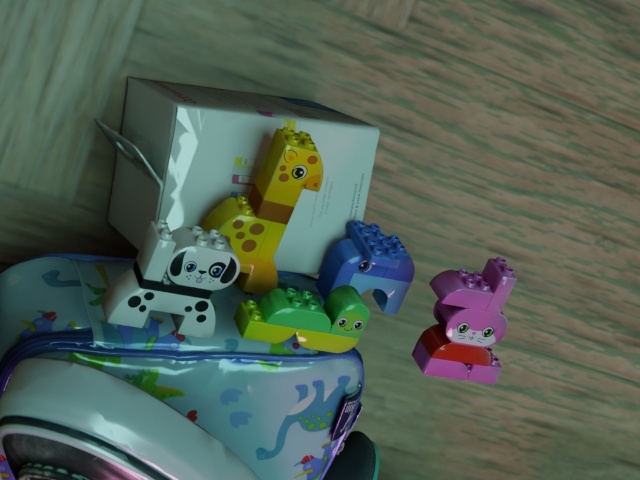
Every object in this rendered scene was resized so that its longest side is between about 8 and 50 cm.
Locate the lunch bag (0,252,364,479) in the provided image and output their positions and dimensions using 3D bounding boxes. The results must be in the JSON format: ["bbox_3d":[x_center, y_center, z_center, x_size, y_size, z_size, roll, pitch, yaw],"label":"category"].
[{"bbox_3d":[-0.093,0.100,0.879,0.219,0.090,0.176,5,128,-26],"label":"lunch bag"}]

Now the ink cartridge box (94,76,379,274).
[{"bbox_3d":[-0.055,-0.038,0.884,0.143,0.092,0.090,5,102,-25],"label":"ink cartridge box"}]

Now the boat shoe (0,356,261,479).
[{"bbox_3d":[-0.083,0.192,0.790,0.119,0.121,0.335,-63,147,-32],"label":"boat shoe"}]

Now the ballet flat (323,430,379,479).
[{"bbox_3d":[-0.026,0.211,0.974,0.074,0.074,0.203,18,97,-28],"label":"ballet flat"}]

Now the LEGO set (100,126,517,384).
[{"bbox_3d":[0.000,0.000,0.814,0.227,0.087,0.093,10,117,-27],"label":"LEGO set"}]
